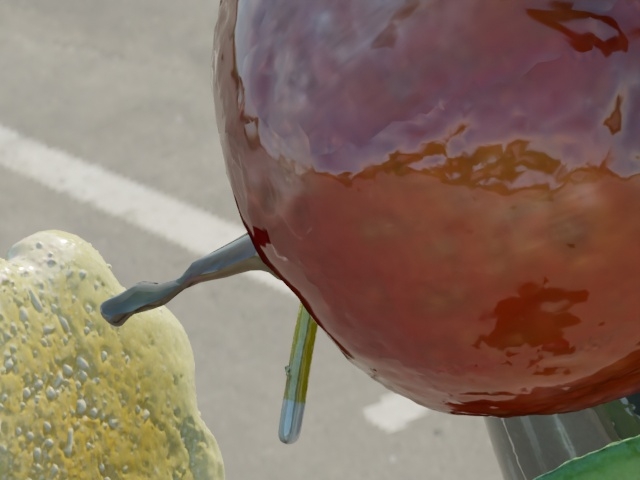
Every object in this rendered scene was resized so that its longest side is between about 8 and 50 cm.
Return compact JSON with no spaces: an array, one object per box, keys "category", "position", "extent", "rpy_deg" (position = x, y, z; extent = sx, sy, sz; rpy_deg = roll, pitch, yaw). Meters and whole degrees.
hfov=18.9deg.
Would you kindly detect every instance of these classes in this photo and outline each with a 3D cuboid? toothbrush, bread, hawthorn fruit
[{"category":"toothbrush","position":[0.000,0.000,1.331],"extent":[0.024,0.288,0.021],"rpy_deg":[13,5,24]},{"category":"bread","position":[-0.172,0.139,1.302],"extent":[0.054,0.316,0.316],"rpy_deg":[-13,25,36]},{"category":"hawthorn fruit","position":[0.044,-0.034,0.692],"extent":[0.272,0.242,0.242],"rpy_deg":[-33,29,-4]}]

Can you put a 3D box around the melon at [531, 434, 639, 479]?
[{"category":"melon","position":[0.215,0.219,0.871],"extent":[0.343,0.331,0.226],"rpy_deg":[22,32,35]}]

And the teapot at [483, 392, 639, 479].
[{"category":"teapot","position":[0.241,0.021,1.431],"extent":[0.376,0.361,0.305],"rpy_deg":[-30,21,18]}]
